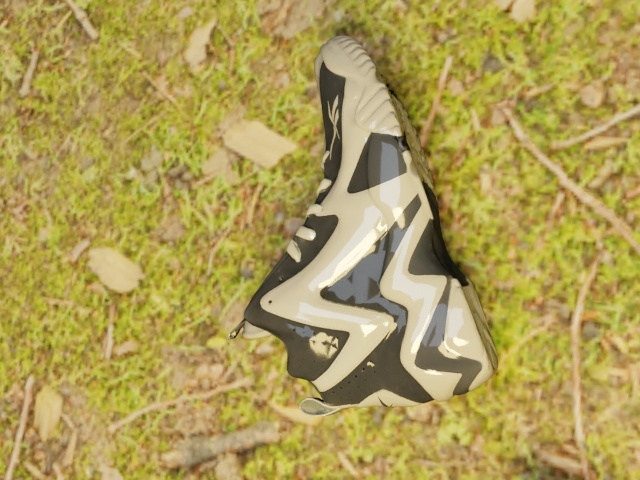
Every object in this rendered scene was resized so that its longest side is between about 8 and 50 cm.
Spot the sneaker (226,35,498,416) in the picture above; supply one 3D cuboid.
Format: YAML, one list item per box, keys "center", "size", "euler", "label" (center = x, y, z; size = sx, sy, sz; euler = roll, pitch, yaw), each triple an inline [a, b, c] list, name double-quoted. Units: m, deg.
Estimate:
- center: [0.000, 0.000, 0.712]
  size: [0.153, 0.094, 0.235]
  euler: [-22, 82, 11]
  label: "sneaker"
